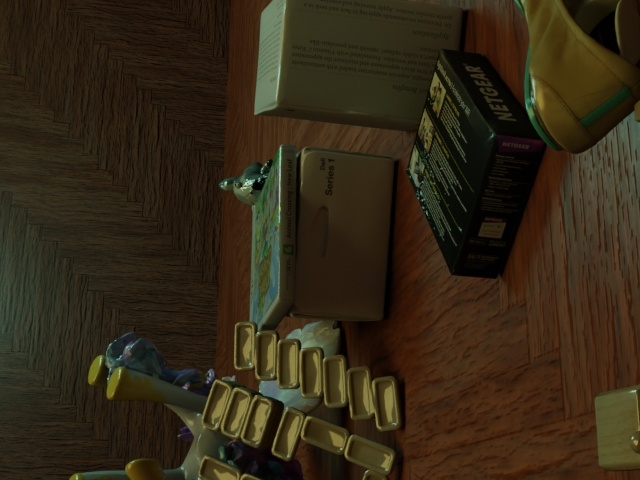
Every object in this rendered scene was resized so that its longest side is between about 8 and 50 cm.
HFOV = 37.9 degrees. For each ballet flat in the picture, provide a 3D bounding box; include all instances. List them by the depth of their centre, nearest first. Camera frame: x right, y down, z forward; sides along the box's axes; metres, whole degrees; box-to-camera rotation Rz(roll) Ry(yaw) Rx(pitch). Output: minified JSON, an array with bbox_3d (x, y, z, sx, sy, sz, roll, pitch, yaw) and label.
[{"bbox_3d":[0.168,-0.144,0.604,0.073,0.080,0.232,-33,34,31],"label":"ballet flat"}]

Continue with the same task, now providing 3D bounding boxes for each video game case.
[{"bbox_3d":[-0.061,0.013,1.147,0.212,0.023,0.193,124,149,-66],"label":"video game case"}]

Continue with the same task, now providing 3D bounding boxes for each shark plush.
[{"bbox_3d":[-0.090,-0.088,1.278,0.067,0.073,0.161,-54,2,-10],"label":"shark plush"}]

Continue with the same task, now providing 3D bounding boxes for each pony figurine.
[{"bbox_3d":[-0.134,0.260,1.261,0.303,0.364,0.350,-44,32,37],"label":"pony figurine"}]

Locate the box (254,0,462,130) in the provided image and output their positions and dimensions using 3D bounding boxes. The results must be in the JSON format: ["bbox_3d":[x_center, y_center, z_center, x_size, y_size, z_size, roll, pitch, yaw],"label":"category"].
[{"bbox_3d":[0.032,-0.183,0.975,0.182,0.181,0.119,-159,74,-77],"label":"box"}]

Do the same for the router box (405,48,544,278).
[{"bbox_3d":[0.128,-0.071,0.813,0.179,0.046,0.133,-104,22,-55],"label":"router box"}]

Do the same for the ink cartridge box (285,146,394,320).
[{"bbox_3d":[0.000,0.000,1.212,0.278,0.117,0.201,166,108,-78],"label":"ink cartridge box"}]

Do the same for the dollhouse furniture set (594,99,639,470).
[{"bbox_3d":[0.150,-0.065,0.403,0.355,0.174,0.303,128,145,-68],"label":"dollhouse furniture set"}]

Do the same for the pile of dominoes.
[{"bbox_3d":[-0.019,0.217,1.069,0.040,0.251,0.195,23,-95,-62],"label":"pile of dominoes"}]
